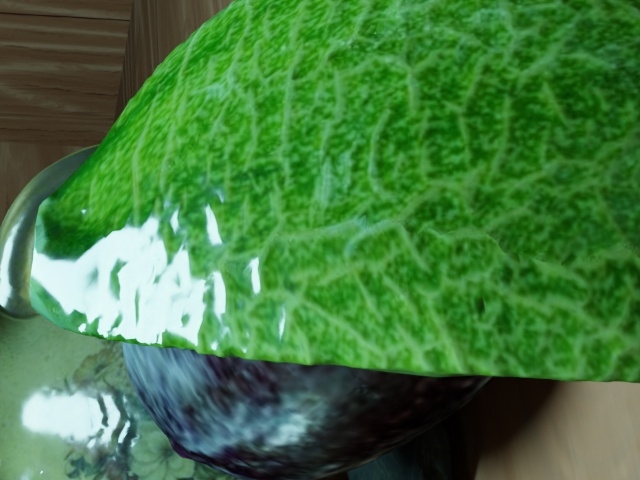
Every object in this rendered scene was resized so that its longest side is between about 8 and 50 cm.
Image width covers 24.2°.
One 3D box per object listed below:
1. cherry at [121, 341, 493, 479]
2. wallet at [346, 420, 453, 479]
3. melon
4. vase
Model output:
[{"bbox_3d":[0.000,0.000,0.829,0.296,0.218,0.255,-53,42,36],"label":"cherry"},{"bbox_3d":[0.039,0.095,1.037,0.321,0.044,0.171,-111,24,-56],"label":"wallet"},{"bbox_3d":[0.055,-0.021,0.457,0.124,0.323,0.196,76,-171,-57],"label":"melon"},{"bbox_3d":[-0.154,0.090,1.109,0.241,0.302,0.329,174,100,-82],"label":"vase"}]
